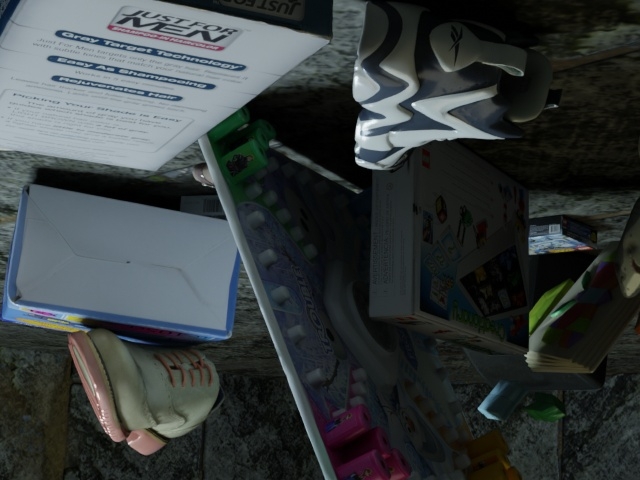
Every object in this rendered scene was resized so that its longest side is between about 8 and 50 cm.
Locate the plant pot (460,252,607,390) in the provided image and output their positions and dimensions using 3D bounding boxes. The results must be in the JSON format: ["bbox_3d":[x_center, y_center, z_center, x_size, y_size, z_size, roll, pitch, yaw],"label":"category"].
[{"bbox_3d":[0.293,0.101,1.776,0.188,0.188,0.167,-8,151,41],"label":"plant pot"}]

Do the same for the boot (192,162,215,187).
[{"bbox_3d":[-0.082,-0.067,1.359,0.087,0.042,0.118,4,169,25],"label":"boot"}]

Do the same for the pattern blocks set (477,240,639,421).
[{"bbox_3d":[0.305,0.068,1.355,0.026,0.325,0.285,43,156,-10],"label":"pattern blocks set"}]

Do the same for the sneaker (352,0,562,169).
[{"bbox_3d":[0.108,-0.107,0.970,0.153,0.094,0.235,10,159,7],"label":"sneaker"}]

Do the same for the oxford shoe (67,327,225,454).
[{"bbox_3d":[-0.211,0.167,1.547,0.146,0.141,0.397,-24,166,-3],"label":"oxford shoe"}]

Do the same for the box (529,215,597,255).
[{"bbox_3d":[0.277,-0.004,1.604,0.137,0.027,0.094,-7,164,39],"label":"box"}]

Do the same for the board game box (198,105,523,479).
[{"bbox_3d":[0.052,0.077,1.231,0.050,0.390,0.390,-30,157,19],"label":"board game box"}]

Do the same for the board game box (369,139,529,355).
[{"bbox_3d":[0.141,0.006,1.273,0.053,0.193,0.305,-5,166,29],"label":"board game box"}]

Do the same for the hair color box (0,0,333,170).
[{"bbox_3d":[-0.137,-0.143,0.824,0.173,0.105,0.347,7,168,-24],"label":"hair color box"}]

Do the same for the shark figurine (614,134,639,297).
[{"bbox_3d":[0.402,-0.066,1.190,0.278,0.166,0.116,-17,-169,8],"label":"shark figurine"}]

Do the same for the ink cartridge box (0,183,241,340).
[{"bbox_3d":[-0.272,0.049,1.617,0.269,0.151,0.395,11,172,-14],"label":"ink cartridge box"}]

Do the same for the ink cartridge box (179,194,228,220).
[{"bbox_3d":[-0.124,-0.031,1.553,0.062,0.029,0.115,-1,167,19],"label":"ink cartridge box"}]
